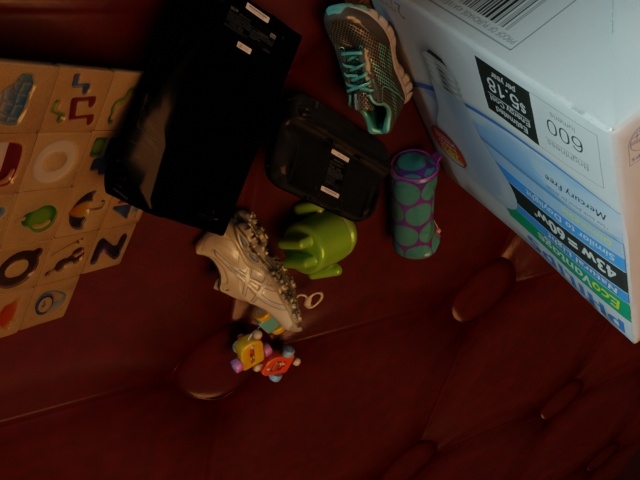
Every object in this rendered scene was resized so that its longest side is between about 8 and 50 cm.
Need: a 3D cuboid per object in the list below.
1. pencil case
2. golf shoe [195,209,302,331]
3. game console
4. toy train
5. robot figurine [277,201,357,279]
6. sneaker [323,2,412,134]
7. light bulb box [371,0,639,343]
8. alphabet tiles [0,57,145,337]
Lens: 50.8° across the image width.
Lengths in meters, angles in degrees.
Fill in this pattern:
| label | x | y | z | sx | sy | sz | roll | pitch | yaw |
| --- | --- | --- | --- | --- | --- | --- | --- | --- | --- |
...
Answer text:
| label | x | y | z | sx | sy | sz | roll | pitch | yaw |
| --- | --- | --- | --- | --- | --- | --- | --- | --- | --- |
| pencil case | 0.127 | -0.047 | 0.902 | 0.070 | 0.064 | 0.151 | -15 | 136 | -5 |
| golf shoe | -0.083 | 0.048 | 0.815 | 0.086 | 0.069 | 0.176 | -24 | 116 | 9 |
| game console | -0.040 | -0.094 | 0.708 | 0.361 | 0.044 | 0.213 | 21 | 92 | -50 |
| toy train | -0.066 | 0.126 | 0.928 | 0.125 | 0.046 | 0.166 | -4 | 128 | -43 |
| robot figurine | 0.000 | 0.000 | 0.831 | 0.115 | 0.067 | 0.101 | -28 | 109 | -46 |
| sneaker | 0.050 | -0.174 | 0.709 | 0.166 | 0.065 | 0.076 | 45 | 55 | -48 |
| light bulb box | 0.269 | -0.147 | 0.696 | 0.225 | 0.358 | 0.361 | -38 | 138 | 0 |
| alphabet tiles | -0.263 | -0.018 | 0.561 | 0.342 | 0.011 | 0.285 | -19 | 142 | -61 |
